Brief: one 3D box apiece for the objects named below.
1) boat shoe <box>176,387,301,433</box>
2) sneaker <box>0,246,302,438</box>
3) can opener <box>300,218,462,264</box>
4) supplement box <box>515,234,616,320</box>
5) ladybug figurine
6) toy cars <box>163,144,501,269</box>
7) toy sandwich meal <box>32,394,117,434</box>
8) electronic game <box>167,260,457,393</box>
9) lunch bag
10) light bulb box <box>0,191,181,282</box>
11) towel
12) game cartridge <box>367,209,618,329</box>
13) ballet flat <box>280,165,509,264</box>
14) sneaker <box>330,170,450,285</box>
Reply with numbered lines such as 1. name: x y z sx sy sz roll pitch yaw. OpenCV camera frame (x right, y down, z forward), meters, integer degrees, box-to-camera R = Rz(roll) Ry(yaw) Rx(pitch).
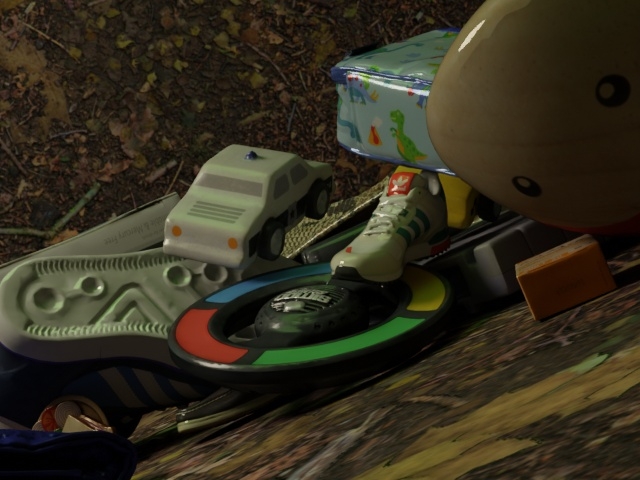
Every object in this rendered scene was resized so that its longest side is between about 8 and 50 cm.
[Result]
1. boat shoe: -0.052 0.112 1.418 0.152 0.049 0.056 -22 -2 -17
2. sneaker: -0.152 0.114 1.574 0.323 0.130 0.236 2 -34 -15
3. can opener: 0.000 0.000 1.643 0.283 0.095 0.076 -25 2 -7
4. supplement box: 0.172 0.025 1.231 0.062 0.036 0.098 -23 1 6
5. ladybug figurine: 0.273 -0.118 1.233 0.449 0.162 0.305 -16 -28 -40
6. toy cars: 0.035 -0.066 1.557 0.394 0.087 0.176 -10 27 -22
7. toy sandwich meal: -0.211 0.170 1.469 0.086 0.085 0.029 -24 -13 22
8. electronic game: -0.007 0.061 1.370 0.229 0.048 0.229 -8 18 3
9. lunch bag: 0.129 -0.119 1.445 0.176 0.090 0.219 -18 21 -35
10. light bulb box: -0.356 0.136 2.202 0.358 0.225 0.361 -25 1 -42
11. towel: -0.298 0.192 1.349 0.228 0.076 0.308 7 -14 -26
12. game cartridge: 0.148 0.017 1.569 0.230 0.068 0.355 -21 -1 -29
13. ballet flat: 0.115 -0.011 1.870 0.483 0.164 0.182 -30 21 20
14. sneaker: 0.055 -0.015 1.401 0.057 0.075 0.161 7 17 30
